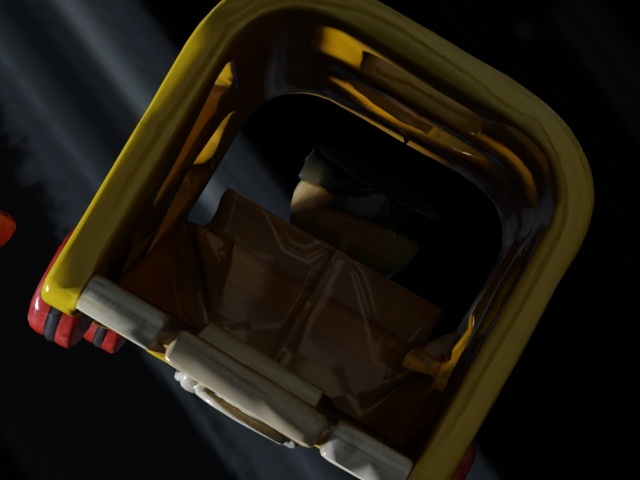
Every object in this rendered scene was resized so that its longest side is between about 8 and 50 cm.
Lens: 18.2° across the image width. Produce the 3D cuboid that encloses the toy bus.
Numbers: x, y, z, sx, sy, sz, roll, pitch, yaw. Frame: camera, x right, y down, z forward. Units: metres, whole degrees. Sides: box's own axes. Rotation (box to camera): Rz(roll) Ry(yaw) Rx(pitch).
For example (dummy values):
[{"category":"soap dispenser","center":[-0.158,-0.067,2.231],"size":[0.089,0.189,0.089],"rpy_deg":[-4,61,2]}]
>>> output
[{"category":"toy bus","center":[0.005,0.002,0.480],"size":[0.191,0.202,0.104],"rpy_deg":[34,-95,-44]}]
